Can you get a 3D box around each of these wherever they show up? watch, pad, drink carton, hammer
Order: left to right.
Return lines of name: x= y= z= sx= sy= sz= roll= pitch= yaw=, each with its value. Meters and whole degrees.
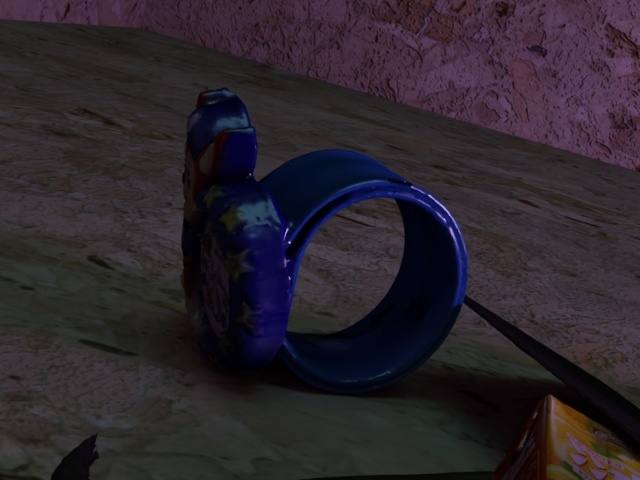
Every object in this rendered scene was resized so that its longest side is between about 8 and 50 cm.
hammer: x=-0.008 y=0.148 z=0.691 sx=0.297 sy=0.027 sz=0.125 roll=5 pitch=20 yaw=-31
watch: x=0.001 y=0.009 z=0.927 sx=0.200 sy=0.196 sz=0.171 roll=1 pitch=27 yaw=-21
drink carton: x=0.141 y=0.162 z=0.643 sx=0.096 sy=0.071 sz=0.223 roll=31 pitch=14 yaw=3
pad: x=0.220 y=0.124 z=0.892 sx=0.220 sy=0.004 sz=0.330 roll=32 pitch=4 yaw=-24
